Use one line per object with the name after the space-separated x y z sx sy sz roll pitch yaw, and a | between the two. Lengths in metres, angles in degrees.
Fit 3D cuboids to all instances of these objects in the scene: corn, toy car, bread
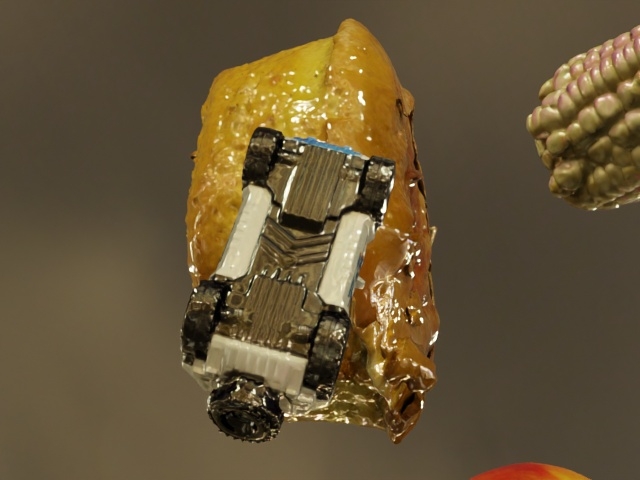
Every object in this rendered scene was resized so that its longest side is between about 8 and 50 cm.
0.298 -0.130 0.821 0.126 0.126 0.335 36 -44 -25 | corn
-0.017 0.022 0.592 0.080 0.170 0.070 14 -33 4 | toy car
0.000 0.002 1.009 0.204 0.358 0.337 -10 -37 11 | bread

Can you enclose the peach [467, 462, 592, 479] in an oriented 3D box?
0.268 0.499 1.512 0.388 0.388 0.388 2 -48 2 | peach
